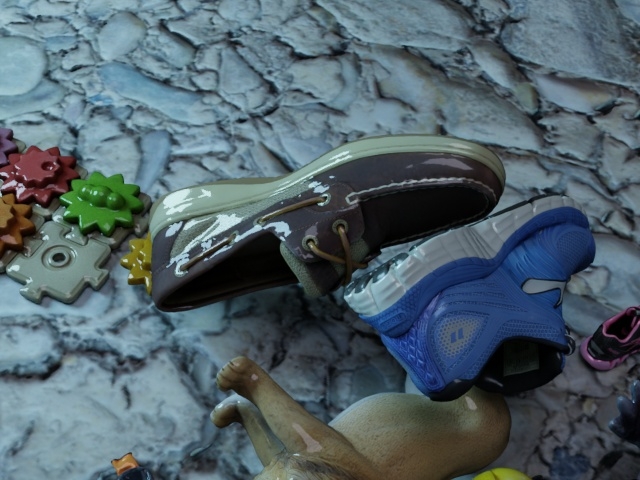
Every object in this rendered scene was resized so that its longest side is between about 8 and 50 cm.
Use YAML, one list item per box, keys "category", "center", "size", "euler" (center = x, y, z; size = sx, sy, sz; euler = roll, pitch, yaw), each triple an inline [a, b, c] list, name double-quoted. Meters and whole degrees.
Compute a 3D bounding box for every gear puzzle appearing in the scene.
- category: "gear puzzle"
  center: [-0.272, -0.025, 1.123]
  size: [0.339, 0.044, 0.175]
  euler: [23, 51, 13]

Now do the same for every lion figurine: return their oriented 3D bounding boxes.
- category: "lion figurine"
  center: [0.060, 0.174, 0.931]
  size: [0.392, 0.142, 0.240]
  euler: [-31, 66, -32]

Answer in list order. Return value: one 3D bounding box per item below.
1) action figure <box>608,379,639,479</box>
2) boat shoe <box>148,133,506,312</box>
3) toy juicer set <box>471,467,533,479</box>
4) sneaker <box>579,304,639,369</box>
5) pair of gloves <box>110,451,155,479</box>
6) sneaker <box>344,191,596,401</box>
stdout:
- category: "action figure"
  center: [0.396, 0.208, 0.801]
  size: [0.370, 0.275, 0.248]
  euler: [22, 49, 26]
- category: "boat shoe"
  center: [0.000, 0.000, 0.999]
  size: [0.342, 0.123, 0.123]
  euler: [-9, 55, 15]
- category: "toy juicer set"
  center: [0.154, 0.284, 0.835]
  size: [0.329, 0.089, 0.209]
  euler: [17, 59, -26]
- category: "sneaker"
  center: [0.309, 0.082, 1.082]
  size: [0.119, 0.057, 0.047]
  euler: [-25, 55, -26]
- category: "pair of gloves"
  center: [-0.177, 0.224, 0.945]
  size: [0.083, 0.010, 0.074]
  euler: [-25, 55, -27]
- category: "sneaker"
  center: [0.153, 0.057, 0.959]
  size: [0.330, 0.130, 0.147]
  euler: [-20, 81, -50]
